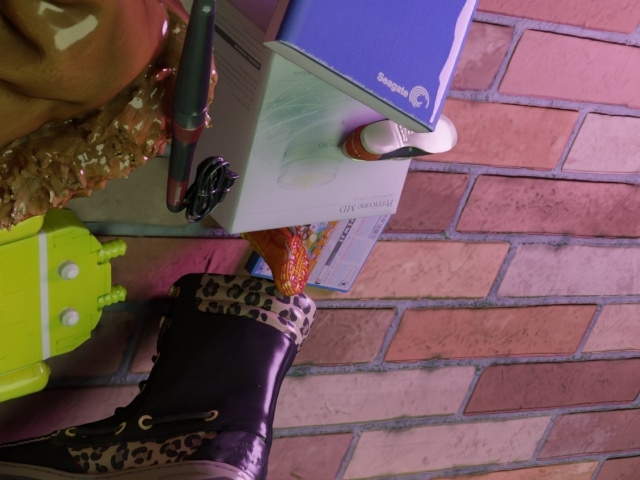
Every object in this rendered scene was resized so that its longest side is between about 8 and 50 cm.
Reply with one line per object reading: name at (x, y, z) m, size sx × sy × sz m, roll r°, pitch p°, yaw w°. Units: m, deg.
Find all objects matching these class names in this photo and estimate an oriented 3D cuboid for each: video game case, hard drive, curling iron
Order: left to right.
curling iron at (-0.104, -0.113, 1.358) m, size 0.068 × 0.035 × 0.274 m, roll -38°, pitch 153°, yaw -28°
video game case at (0.000, 0.000, 1.909) m, size 0.166 × 0.015 × 0.119 m, roll 12°, pitch 114°, yaw -45°
hard drive at (0.081, -0.295, 1.595) m, size 0.210 × 0.040 × 0.318 m, roll 27°, pitch 77°, yaw -34°

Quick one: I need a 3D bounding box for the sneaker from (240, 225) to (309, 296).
sneaker at (-0.051, 0.004, 1.754) m, size 0.067 × 0.175 × 0.064 m, roll -16°, pitch 128°, yaw 4°

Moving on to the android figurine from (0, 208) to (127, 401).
android figurine at (-0.326, 0.062, 1.659) m, size 0.273 × 0.056 × 0.248 m, roll -15°, pitch 130°, yaw -29°

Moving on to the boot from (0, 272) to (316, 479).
boot at (-0.187, 0.182, 1.758) m, size 0.138 × 0.377 × 0.284 m, roll 51°, pitch 47°, yaw -36°

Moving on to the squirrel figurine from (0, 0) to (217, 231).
squirrel figurine at (-0.306, -0.115, 1.382) m, size 0.370 × 0.281 × 0.397 m, roll -47°, pitch 137°, yaw 11°

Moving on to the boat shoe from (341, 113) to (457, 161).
boat shoe at (0.084, -0.105, 1.669) m, size 0.137 × 0.049 × 0.043 m, roll -11°, pitch 170°, yaw -39°

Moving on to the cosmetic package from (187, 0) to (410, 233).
cosmetic package at (-0.014, -0.142, 1.695) m, size 0.224 × 0.138 × 0.224 m, roll -8°, pitch 127°, yaw -35°
